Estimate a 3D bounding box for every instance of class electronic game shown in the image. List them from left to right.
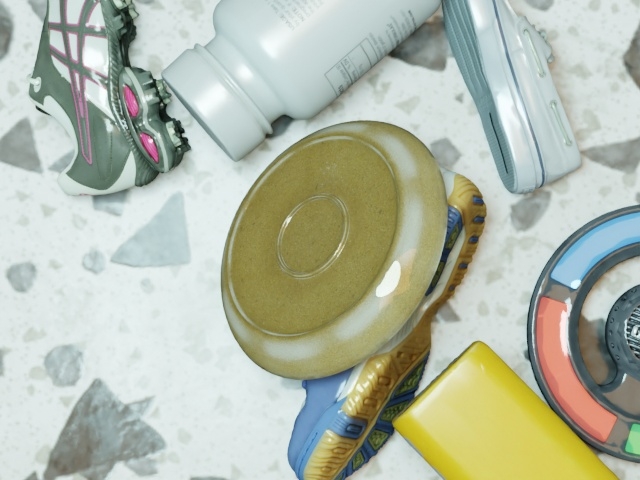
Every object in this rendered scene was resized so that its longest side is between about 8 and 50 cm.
[{"bbox_3d":[0.295,0.081,1.378,0.229,0.048,0.229,0,85,0],"label":"electronic game"}]

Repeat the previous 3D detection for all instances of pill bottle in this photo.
[{"bbox_3d":[-0.020,-0.180,1.364,0.229,0.131,0.131,-41,86,-3],"label":"pill bottle"}]

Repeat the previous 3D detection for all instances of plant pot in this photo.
[{"bbox_3d":[0.000,0.000,1.322,0.236,0.032,0.236,-21,55,32],"label":"plant pot"}]

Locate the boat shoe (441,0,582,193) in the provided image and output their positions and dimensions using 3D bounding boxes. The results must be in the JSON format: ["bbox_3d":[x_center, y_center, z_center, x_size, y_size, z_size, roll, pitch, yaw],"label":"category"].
[{"bbox_3d":[0.169,-0.156,1.395,0.076,0.083,0.226,-18,96,-13],"label":"boat shoe"}]

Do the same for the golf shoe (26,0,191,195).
[{"bbox_3d":[-0.213,-0.172,1.383,0.120,0.105,0.273,-20,84,6],"label":"golf shoe"}]

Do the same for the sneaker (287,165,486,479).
[{"bbox_3d":[0.030,0.066,1.369,0.131,0.112,0.296,24,86,24],"label":"sneaker"}]

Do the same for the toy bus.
[{"bbox_3d":[0.212,0.236,1.323,0.108,0.130,0.332,-44,86,-3],"label":"toy bus"}]
